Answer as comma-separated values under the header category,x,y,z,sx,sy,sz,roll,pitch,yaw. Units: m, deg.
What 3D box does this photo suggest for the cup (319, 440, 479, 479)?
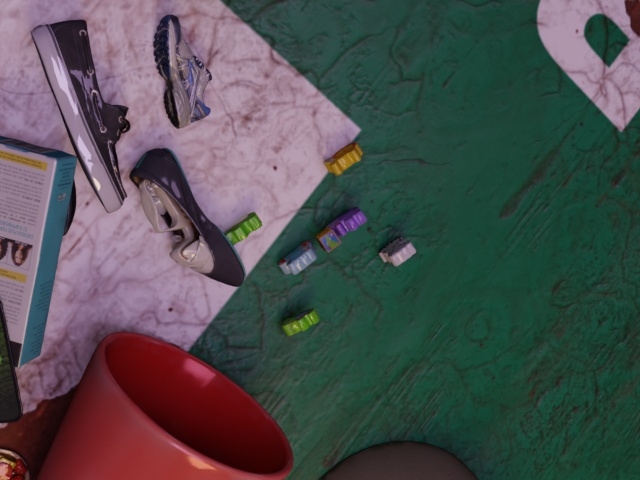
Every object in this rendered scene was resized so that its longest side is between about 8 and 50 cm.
category,x,y,z,sx,sy,sz,roll,pitch,yaw
cup,0.139,0.467,1.280,0.331,0.237,0.331,-3,100,-19

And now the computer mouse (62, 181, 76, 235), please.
category,x,y,z,sx,sy,sz,roll,pitch,yaw
computer mouse,-0.339,0.019,1.137,0.071,0.041,0.242,18,100,3

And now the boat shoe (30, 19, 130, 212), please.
category,x,y,z,sx,sy,sz,roll,pitch,yaw
boat shoe,-0.262,-0.148,1.119,0.076,0.080,0.228,-22,98,-14

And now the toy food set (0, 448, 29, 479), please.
category,x,y,z,sx,sy,sz,roll,pitch,yaw
toy food set,-0.399,0.295,1.168,0.082,0.020,0.083,31,88,-22

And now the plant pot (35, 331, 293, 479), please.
category,x,y,z,sx,sy,sz,roll,pitch,yaw
plant pot,-0.208,0.280,1.120,0.275,0.275,0.243,32,98,-22

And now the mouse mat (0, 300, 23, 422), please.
category,x,y,z,sx,sy,sz,roll,pitch,yaw
mouse mat,-0.433,0.138,1.084,0.190,0.007,0.152,-4,103,14

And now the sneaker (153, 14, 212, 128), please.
category,x,y,z,sx,sy,sz,roll,pitch,yaw
sneaker,-0.164,-0.207,1.161,0.058,0.052,0.135,-17,112,-27

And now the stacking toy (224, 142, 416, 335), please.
category,x,y,z,sx,sy,sz,roll,pitch,yaw
stacking toy,0.000,0.000,1.254,0.221,0.052,0.167,-35,107,-10

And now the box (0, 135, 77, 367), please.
category,x,y,z,sx,sy,sz,roll,pitch,yaw
box,-0.352,0.012,1.084,0.100,0.060,0.244,15,101,8

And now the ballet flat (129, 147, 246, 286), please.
category,x,y,z,sx,sy,sz,roll,pitch,yaw
ballet flat,-0.169,-0.015,1.172,0.074,0.074,0.203,-33,104,-12
